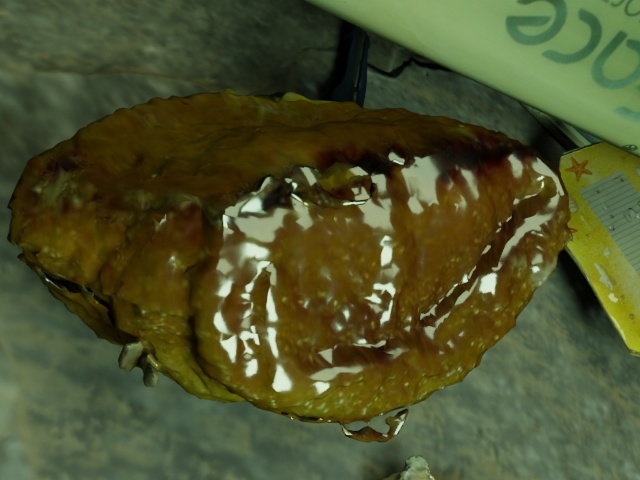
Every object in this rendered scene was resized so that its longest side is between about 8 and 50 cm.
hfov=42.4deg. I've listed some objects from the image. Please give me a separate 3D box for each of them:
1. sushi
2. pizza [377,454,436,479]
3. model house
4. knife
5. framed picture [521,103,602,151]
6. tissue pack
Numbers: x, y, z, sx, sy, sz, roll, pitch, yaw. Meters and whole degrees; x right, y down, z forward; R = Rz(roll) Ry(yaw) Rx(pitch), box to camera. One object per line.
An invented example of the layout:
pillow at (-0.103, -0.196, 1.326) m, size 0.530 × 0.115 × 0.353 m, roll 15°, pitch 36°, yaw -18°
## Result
sushi at (-0.003, -0.001, 0.425) m, size 0.297 × 0.179 × 0.166 m, roll -16°, pitch 101°, yaw -30°
pizza at (0.113, 0.213, 0.466) m, size 0.195 × 0.052 × 0.185 m, roll 8°, pitch 54°, yaw -34°
model house at (0.301, 0.018, 0.720) m, size 0.208 × 0.136 × 0.219 m, roll -28°, pitch 68°, yaw -9°
knife at (0.020, -0.119, 0.601) m, size 0.031 × 0.018 × 0.121 m, roll 32°, pitch 47°, yaw -27°
framed picture at (0.264, -0.137, 0.831) m, size 0.203 × 0.015 × 0.150 m, roll 38°, pitch 47°, yaw -19°
tissue pack at (0.170, -0.237, 0.601) m, size 0.405 × 0.205 × 0.331 m, roll 20°, pitch 38°, yaw -25°
